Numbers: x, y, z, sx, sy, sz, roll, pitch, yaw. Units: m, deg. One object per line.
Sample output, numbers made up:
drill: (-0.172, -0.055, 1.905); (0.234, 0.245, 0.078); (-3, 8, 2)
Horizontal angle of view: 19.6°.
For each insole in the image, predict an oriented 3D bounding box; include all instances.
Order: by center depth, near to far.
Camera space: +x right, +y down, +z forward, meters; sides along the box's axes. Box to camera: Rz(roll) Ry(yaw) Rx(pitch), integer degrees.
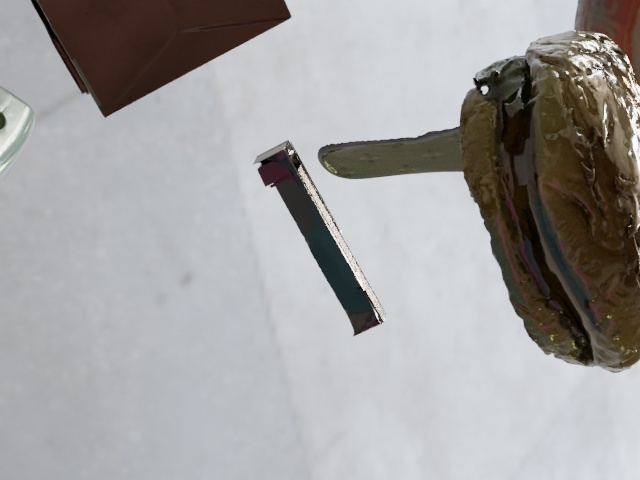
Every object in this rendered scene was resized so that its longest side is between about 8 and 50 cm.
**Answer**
insole: (0.145, -0.100, 2.103); (0.109, 0.322, 0.007); (51, 42, -50)

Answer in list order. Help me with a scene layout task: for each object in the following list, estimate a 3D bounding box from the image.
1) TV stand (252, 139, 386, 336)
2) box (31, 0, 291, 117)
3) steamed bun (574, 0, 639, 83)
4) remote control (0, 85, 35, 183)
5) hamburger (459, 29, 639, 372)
TV stand: (0.000, 0.000, 2.299); (0.256, 0.049, 0.040); (61, 17, -14)
box: (-0.154, -0.244, 1.649); (0.086, 0.215, 0.215); (59, -4, 44)
steamed bun: (0.433, -0.270, 2.204); (0.241, 0.374, 0.374); (16, 71, -16)
remote control: (-0.285, 0.034, 1.202); (0.056, 0.296, 0.140); (34, 21, -7)
hamburger: (0.215, -0.034, 1.481); (0.265, 0.134, 0.285); (65, 25, -11)
